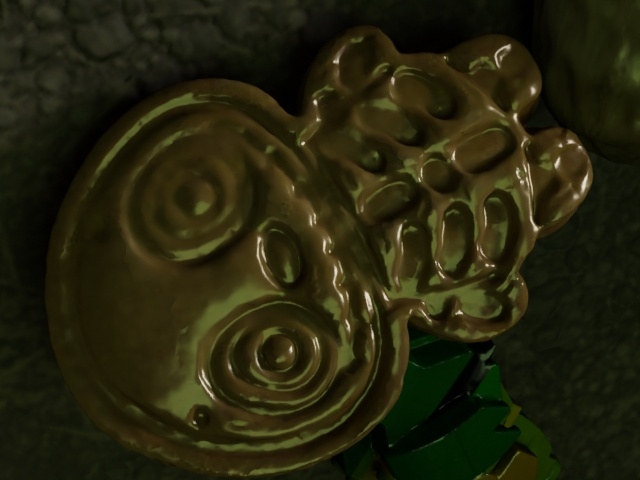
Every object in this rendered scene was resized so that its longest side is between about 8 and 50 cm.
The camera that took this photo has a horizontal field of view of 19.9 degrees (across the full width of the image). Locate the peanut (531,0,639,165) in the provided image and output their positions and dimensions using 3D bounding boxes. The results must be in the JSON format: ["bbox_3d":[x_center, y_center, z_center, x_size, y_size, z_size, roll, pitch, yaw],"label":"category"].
[{"bbox_3d":[0.230,-0.118,0.950,0.233,0.110,0.196,19,103,4],"label":"peanut"}]

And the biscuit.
[{"bbox_3d":[0.000,0.000,0.913,0.289,0.044,0.202,-24,90,-6],"label":"biscuit"}]

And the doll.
[{"bbox_3d":[0.067,0.094,1.014,0.134,0.106,0.186,-34,125,-10],"label":"doll"}]
